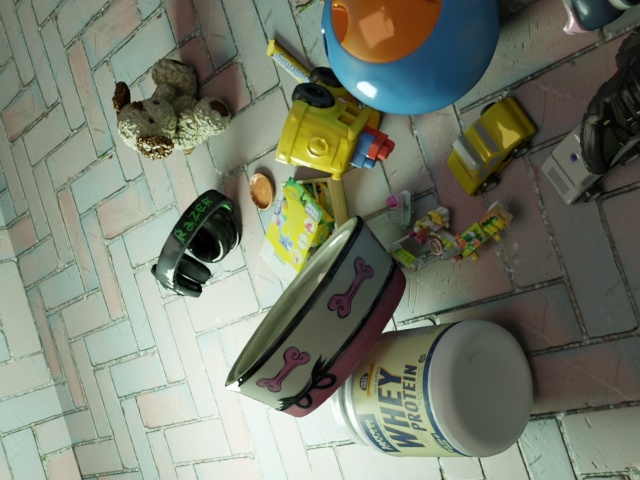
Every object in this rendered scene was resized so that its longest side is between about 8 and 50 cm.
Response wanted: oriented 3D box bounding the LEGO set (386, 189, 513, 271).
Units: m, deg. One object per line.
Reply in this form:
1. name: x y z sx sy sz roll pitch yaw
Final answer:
1. LEGO set: 0.213 -0.004 1.782 0.287 0.107 0.132 13 123 53

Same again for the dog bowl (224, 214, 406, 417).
1. dog bowl: 0.001 0.156 1.888 0.150 0.408 0.408 38 137 -5

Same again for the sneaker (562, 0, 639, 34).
1. sneaker: 0.347 -0.455 1.490 0.131 0.112 0.319 -35 73 47

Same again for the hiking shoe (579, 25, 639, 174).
1. hiking shoe: 0.454 -0.191 1.429 0.114 0.086 0.227 29 101 34

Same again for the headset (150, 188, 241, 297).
1. headset: -0.314 0.019 2.349 0.185 0.243 0.394 31 154 11

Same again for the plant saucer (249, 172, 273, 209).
1. plant saucer: -0.131 -0.111 2.261 0.083 0.013 0.084 21 118 45

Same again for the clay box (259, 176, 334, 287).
1. clay box: -0.048 -0.017 2.100 0.127 0.053 0.222 49 133 29

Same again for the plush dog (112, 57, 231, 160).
1. plush dog: -0.368 -0.274 2.325 0.262 0.225 0.211 49 134 29

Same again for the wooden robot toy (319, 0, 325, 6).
1. wooden robot toy: 0.067 -0.413 1.900 0.079 0.076 0.173 -31 74 14

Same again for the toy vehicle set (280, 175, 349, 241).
1. toy vehicle set: 0.000 0.000 2.120 0.166 0.035 0.267 -3 100 51

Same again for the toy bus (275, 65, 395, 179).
1. toy bus: 0.044 -0.214 1.908 0.211 0.220 0.150 22 124 7

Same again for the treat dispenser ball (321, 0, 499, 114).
1. treat dispenser ball: 0.145 -0.348 1.629 0.288 0.288 0.288 20 117 46

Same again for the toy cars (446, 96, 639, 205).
1. toy cars: 0.338 -0.141 1.622 0.393 0.087 0.177 9 109 49

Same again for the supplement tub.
1. supplement tub: 0.193 0.273 1.815 0.324 0.235 0.236 -16 90 51

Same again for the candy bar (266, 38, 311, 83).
1. candy bar: -0.061 -0.364 2.090 0.161 0.018 0.040 47 134 32
